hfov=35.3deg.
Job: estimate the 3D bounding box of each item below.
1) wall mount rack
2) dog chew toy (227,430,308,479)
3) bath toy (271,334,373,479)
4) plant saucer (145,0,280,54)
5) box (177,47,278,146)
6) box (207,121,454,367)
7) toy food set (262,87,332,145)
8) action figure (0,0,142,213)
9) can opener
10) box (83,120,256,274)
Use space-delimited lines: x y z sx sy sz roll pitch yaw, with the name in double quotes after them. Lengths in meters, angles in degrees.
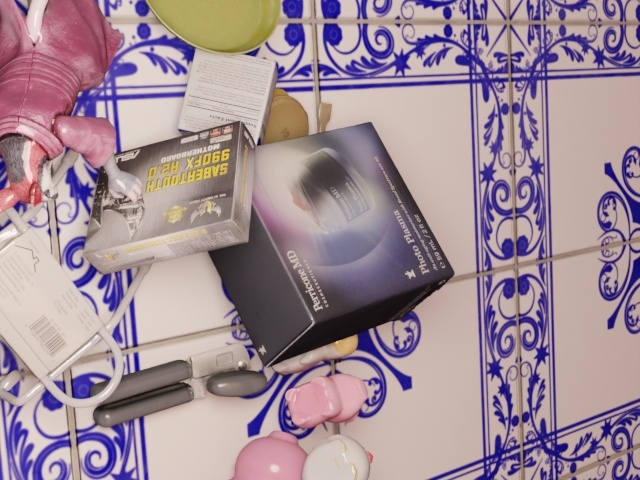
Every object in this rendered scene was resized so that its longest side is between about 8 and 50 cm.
-0.376 0.048 1.395 0.304 0.130 0.350 -43 118 -24 "wall mount rack"
-0.103 0.469 1.604 0.206 0.206 0.332 30 68 -36 "dog chew toy"
0.007 0.244 1.635 0.129 0.151 0.348 51 22 -70 "bath toy"
-0.173 -0.383 1.523 0.241 0.037 0.241 12 66 -28 "plant saucer"
-0.141 -0.216 1.549 0.126 0.072 0.137 13 85 1 "box"
0.000 0.000 1.571 0.294 0.183 0.296 -17 71 -36 "box"
-0.070 -0.185 1.673 0.192 0.038 0.132 4 99 -44 "toy food set"
-0.344 -0.196 1.266 0.248 0.276 0.370 3 53 -10 "action figure"
-0.217 0.223 1.559 0.280 0.093 0.074 -11 102 -33 "can opener"
-0.209 -0.060 1.408 0.056 0.231 0.183 58 27 -47 "box"
